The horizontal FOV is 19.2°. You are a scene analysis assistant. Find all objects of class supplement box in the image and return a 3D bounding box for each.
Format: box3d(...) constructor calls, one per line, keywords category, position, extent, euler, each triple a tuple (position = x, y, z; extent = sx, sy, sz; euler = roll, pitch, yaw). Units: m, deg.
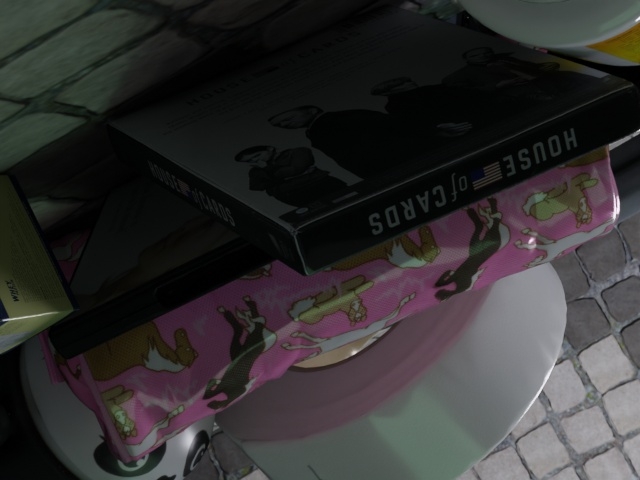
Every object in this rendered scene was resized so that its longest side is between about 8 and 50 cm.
box3d(category="supplement box", position=(-0.181, 0.015, 0.969), extent=(0.056, 0.083, 0.083), euler=(-30, 172, 19))

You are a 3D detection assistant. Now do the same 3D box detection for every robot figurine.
box3d(category="robot figurine", position=(-0.203, 0.144, 1.392), extent=(0.278, 0.173, 0.209), euler=(-31, -157, 30))

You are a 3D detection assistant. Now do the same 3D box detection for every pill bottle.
box3d(category="pill bottle", position=(0.118, -0.140, 0.832), extent=(0.117, 0.117, 0.215), euler=(-30, 172, 18))

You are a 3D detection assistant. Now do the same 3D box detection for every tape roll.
box3d(category="tape roll", position=(0.046, 0.076, 1.479), extent=(0.286, 0.100, 0.286), euler=(-27, -146, 20))

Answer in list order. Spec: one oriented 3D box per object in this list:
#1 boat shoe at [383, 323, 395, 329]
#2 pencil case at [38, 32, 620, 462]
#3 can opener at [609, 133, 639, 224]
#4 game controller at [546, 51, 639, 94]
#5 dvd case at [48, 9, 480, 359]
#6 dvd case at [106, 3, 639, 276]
box3d(category="boat shoe", position=(-0.034, 0.093, 1.830), extent=(0.335, 0.119, 0.121), euler=(-28, 172, 5))
box3d(category="pencil case", position=(0.000, 0.000, 1.217), extent=(0.386, 0.160, 0.167), euler=(-26, 152, -10))
box3d(category="can opener", position=(0.339, -0.104, 1.797), extent=(0.283, 0.076, 0.095), euler=(-30, 130, 29))
box3d(category="game controller", position=(0.227, -0.172, 0.970), extent=(0.067, 0.166, 0.319), euler=(26, 143, -24))
box3d(category="dvd case", position=(-0.026, -0.034, 1.043), extent=(0.253, 0.022, 0.180), euler=(-26, -158, 17))
box3d(category="dvd case", position=(0.016, -0.057, 0.921), extent=(0.179, 0.029, 0.239), euler=(-24, -157, -18))
